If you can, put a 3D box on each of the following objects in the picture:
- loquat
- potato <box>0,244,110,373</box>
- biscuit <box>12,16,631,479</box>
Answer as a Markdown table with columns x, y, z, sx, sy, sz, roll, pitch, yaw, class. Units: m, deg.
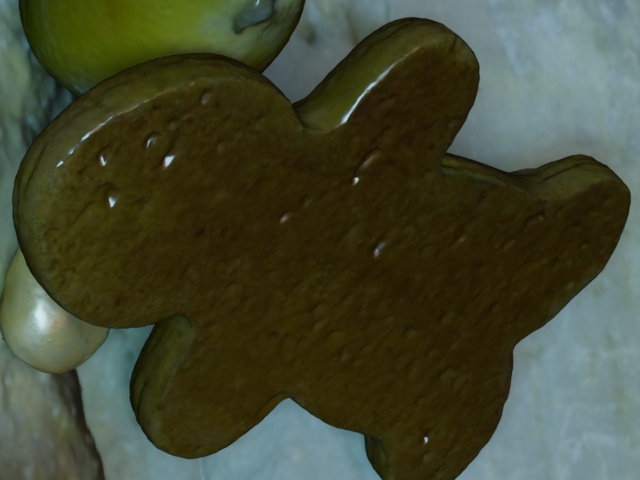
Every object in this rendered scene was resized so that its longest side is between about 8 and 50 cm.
| x | y | z | sx | sy | sz | roll | pitch | yaw | class |
| --- | --- | --- | --- | --- | --- | --- | --- | --- | --- |
| -0.081 | -0.138 | 1.001 | 0.152 | 0.195 | 0.152 | -11 | 105 | -45 | loquat |
| -0.146 | 0.030 | 1.051 | 0.068 | 0.062 | 0.083 | -19 | 132 | -59 | potato |
| -0.001 | 0.000 | 1.050 | 0.432 | 0.064 | 0.283 | 19 | 110 | -47 | biscuit |
